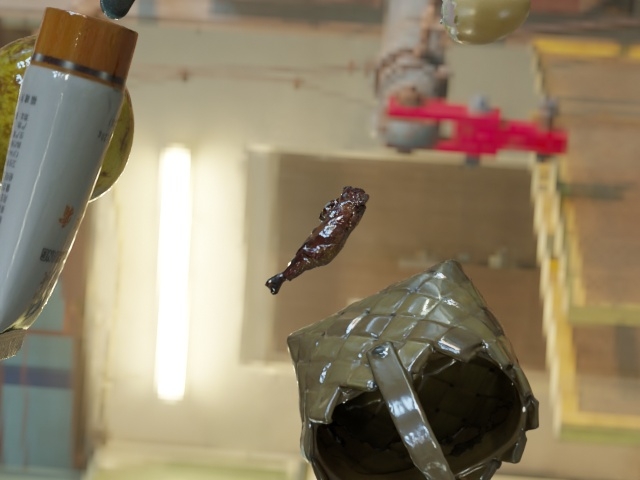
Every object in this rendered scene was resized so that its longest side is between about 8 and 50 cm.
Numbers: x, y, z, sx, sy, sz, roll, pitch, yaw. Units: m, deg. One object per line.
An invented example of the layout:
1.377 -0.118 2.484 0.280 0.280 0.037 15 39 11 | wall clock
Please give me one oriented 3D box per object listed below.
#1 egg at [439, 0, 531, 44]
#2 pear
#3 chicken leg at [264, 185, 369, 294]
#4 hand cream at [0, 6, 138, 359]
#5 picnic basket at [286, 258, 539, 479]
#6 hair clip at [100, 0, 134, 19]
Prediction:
0.181 -0.254 1.881 0.080 0.096 0.080 168 90 -80 | egg
-0.415 -0.179 2.651 0.281 0.281 0.280 4 -90 -87 | pear
0.005 -0.002 2.465 0.089 0.048 0.219 -16 32 51 | chicken leg
-0.244 -0.045 1.504 0.140 0.089 0.314 -37 -36 -84 | hand cream
0.060 0.113 1.010 0.128 0.138 0.178 55 -168 -43 | picnic basket
-0.179 -0.356 2.013 0.229 0.039 0.070 -48 21 12 | hair clip
